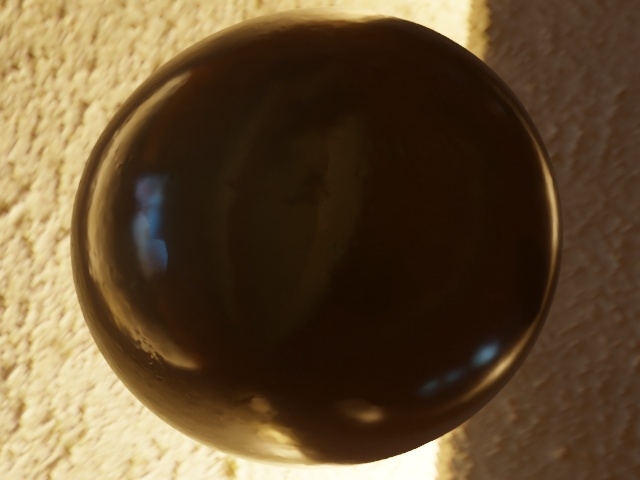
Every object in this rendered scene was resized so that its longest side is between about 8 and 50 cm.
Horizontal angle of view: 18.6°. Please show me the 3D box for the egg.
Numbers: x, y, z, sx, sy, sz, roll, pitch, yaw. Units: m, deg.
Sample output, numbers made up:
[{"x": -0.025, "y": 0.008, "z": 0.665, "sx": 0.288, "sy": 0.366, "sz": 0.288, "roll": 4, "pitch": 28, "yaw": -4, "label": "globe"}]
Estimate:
[{"x": 0.000, "y": 0.000, "z": 1.270, "sx": 0.301, "sy": 0.301, "sz": 0.374, "roll": 57, "pitch": -152, "yaw": 4, "label": "egg"}]
